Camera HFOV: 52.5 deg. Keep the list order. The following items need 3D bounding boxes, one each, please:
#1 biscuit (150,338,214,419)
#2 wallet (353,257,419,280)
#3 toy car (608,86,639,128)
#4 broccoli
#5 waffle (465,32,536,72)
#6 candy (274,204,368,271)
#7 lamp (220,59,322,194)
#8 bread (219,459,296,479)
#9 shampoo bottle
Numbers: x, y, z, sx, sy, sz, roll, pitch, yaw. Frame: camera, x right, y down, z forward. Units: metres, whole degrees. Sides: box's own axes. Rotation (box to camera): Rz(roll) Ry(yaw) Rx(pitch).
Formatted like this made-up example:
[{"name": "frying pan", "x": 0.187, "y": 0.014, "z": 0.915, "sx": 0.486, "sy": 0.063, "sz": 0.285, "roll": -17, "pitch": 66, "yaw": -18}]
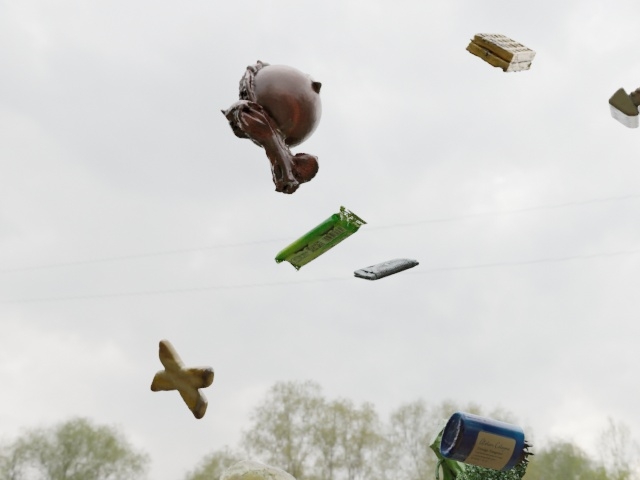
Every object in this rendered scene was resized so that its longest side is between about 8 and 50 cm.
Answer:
[{"name": "biscuit", "x": -0.386, "y": 0.387, "z": 1.813, "sx": 0.208, "sy": 0.164, "sz": 0.047, "roll": 23, "pitch": 14, "yaw": 30}, {"name": "wallet", "x": 0.147, "y": 0.061, "z": 1.455, "sx": 0.129, "sy": 0.026, "sz": 0.088, "roll": -15, "pitch": 10, "yaw": -24}, {"name": "toy car", "x": 0.780, "y": -0.205, "z": 1.342, "sx": 0.226, "sy": 0.336, "sz": 0.242, "roll": -29, "pitch": -14, "yaw": 22}, {"name": "broccoli", "x": 0.360, "y": 0.530, "z": 1.508, "sx": 0.241, "sy": 0.261, "sz": 0.269, "roll": 37, "pitch": -1, "yaw": 10}, {"name": "waffle", "x": 0.367, "y": -0.382, "z": 1.313, "sx": 0.148, "sy": 0.102, "sz": 0.042, "roll": -21, "pitch": -37, "yaw": -50}, {"name": "candy", "x": 0.000, "y": -0.001, "z": 1.275, "sx": 0.178, "sy": 0.032, "sz": 0.102, "roll": -35, "pitch": -25, "yaw": 18}, {"name": "lamp", "x": -0.075, "y": -0.210, "z": 1.157, "sx": 0.215, "sy": 0.223, "sz": 0.151, "roll": 45, "pitch": -29, "yaw": -13}, {"name": "bread", "x": -0.133, "y": 0.551, "z": 1.081, "sx": 0.210, "sy": 0.341, "sz": 0.300, "roll": -28, "pitch": -33, "yaw": 29}, {"name": "shampoo bottle", "x": 0.301, "y": 0.361, "z": 1.153, "sx": 0.183, "sy": 0.087, "sz": 0.050, "roll": 20, "pitch": 2, "yaw": -25}]
